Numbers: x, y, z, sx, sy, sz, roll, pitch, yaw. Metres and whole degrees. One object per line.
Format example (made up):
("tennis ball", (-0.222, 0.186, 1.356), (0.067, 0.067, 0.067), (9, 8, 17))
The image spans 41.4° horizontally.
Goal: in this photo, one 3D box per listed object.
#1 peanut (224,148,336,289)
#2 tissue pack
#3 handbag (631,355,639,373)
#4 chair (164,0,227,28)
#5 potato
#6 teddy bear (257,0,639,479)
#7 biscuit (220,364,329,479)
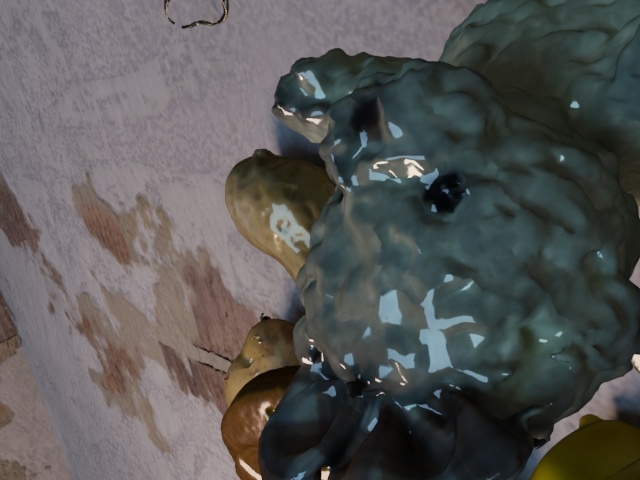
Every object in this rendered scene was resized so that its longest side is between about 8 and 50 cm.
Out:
("peanut", (0.000, 0.000, 0.831), (0.263, 0.101, 0.117), (45, 163, 25))
("tissue pack", (0.217, 0.229, 0.667), (0.127, 0.123, 0.178), (45, 144, 37))
("handbag", (0.254, 0.083, 0.602), (0.083, 0.027, 0.061), (51, 145, 14))
("chair", (-0.251, -0.337, 0.920), (0.326, 0.170, 0.159), (5, 123, 3))
("potato", (-0.040, 0.204, 1.008), (0.161, 0.128, 0.234), (34, 143, 45))
("teddy bear", (0.069, -0.092, 0.430), (0.327, 0.362, 0.375), (5, 118, 52))
("biscuit", (0.037, 0.298, 0.897), (0.350, 0.070, 0.394), (-18, 115, 44))
